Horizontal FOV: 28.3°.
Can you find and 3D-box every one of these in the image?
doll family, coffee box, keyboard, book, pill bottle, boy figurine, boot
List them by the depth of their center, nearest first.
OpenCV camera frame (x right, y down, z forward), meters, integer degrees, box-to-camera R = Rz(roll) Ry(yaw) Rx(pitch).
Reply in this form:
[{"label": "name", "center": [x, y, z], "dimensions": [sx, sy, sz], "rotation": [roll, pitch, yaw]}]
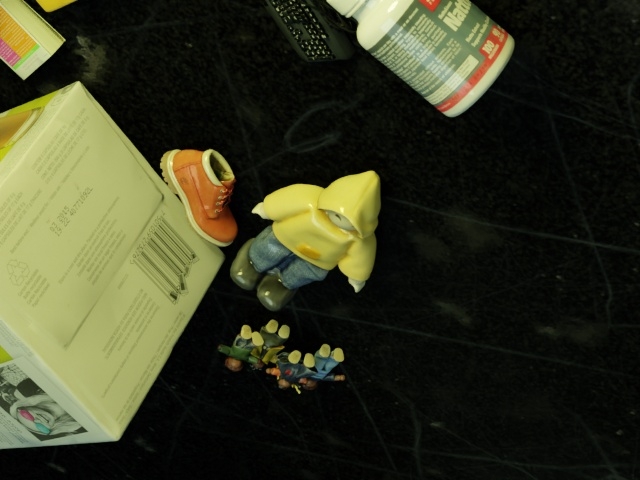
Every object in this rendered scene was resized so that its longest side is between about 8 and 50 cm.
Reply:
[{"label": "pill bottle", "center": [0.100, -0.221, 1.307], "dimensions": [0.180, 0.108, 0.108], "rotation": [37, 141, -11]}, {"label": "keyboard", "center": [-0.029, -0.259, 1.382], "dimensions": [0.100, 0.038, 0.192], "rotation": [-4, 141, 35]}, {"label": "book", "center": [-0.410, -0.278, 1.623], "dimensions": [0.144, 0.035, 0.096], "rotation": [45, 140, -17]}, {"label": "boy figurine", "center": [0.000, 0.000, 1.636], "dimensions": [0.177, 0.092, 0.285], "rotation": [41, 144, -11]}, {"label": "boot", "center": [-0.141, -0.056, 1.687], "dimensions": [0.085, 0.059, 0.158], "rotation": [-8, 128, 32]}, {"label": "coffee box", "center": [-0.405, 0.048, 1.738], "dimensions": [0.334, 0.337, 0.338], "rotation": [-12, 127, 40]}, {"label": "doll family", "center": [-0.055, 0.179, 1.886], "dimensions": [0.193, 0.076, 0.111], "rotation": [27, 138, -3]}]

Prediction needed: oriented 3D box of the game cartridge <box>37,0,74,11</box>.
[{"label": "game cartridge", "center": [-0.309, -0.422, 1.390], "dimensions": [0.285, 0.052, 0.323], "rotation": [-12, 129, 40]}]
